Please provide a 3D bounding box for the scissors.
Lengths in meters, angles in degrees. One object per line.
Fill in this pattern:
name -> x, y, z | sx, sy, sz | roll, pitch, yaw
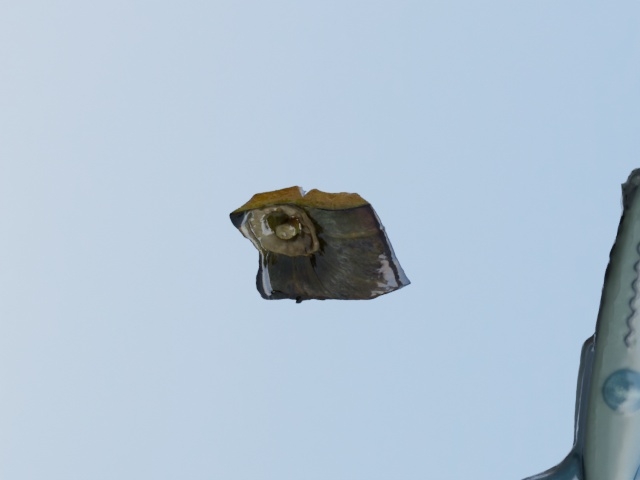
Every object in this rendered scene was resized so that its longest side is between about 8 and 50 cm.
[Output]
scissors -> 0.179, 0.098, 1.163 | 0.041, 0.138, 0.289 | -128, -136, -78

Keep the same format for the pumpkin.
pumpkin -> 0.002, 0.001, 1.049 | 0.101, 0.035, 0.073 | 0, -50, 30
